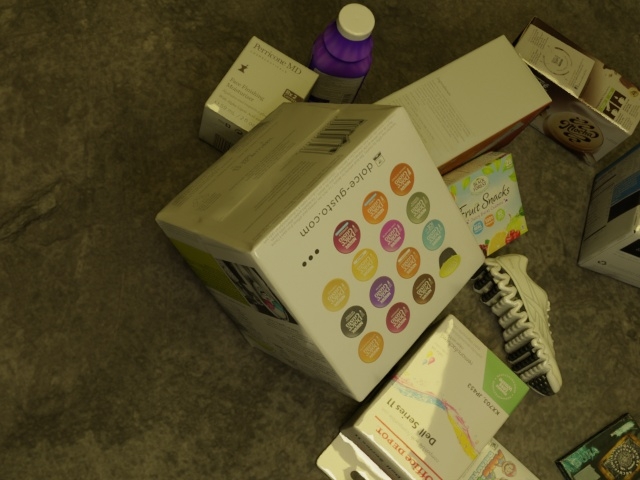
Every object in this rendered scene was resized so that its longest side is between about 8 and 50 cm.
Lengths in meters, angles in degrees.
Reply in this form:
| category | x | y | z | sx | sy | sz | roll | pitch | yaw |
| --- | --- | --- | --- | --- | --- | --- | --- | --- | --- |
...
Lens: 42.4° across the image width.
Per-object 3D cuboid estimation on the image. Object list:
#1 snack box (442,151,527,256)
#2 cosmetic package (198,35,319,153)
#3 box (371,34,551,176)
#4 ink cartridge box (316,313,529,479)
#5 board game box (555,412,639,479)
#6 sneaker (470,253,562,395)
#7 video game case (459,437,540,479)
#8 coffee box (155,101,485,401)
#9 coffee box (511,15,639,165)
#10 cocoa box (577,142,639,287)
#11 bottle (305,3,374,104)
| category | x | y | z | sx | sy | sz | roll | pitch | yaw |
| --- | --- | --- | --- | --- | --- | --- | --- | --- | --- |
| snack box | 0.298 | -0.057 | 1.610 | 0.207 | 0.070 | 0.174 | -28 | 113 | -29 |
| cosmetic package | -0.122 | -0.258 | 1.598 | 0.151 | 0.151 | 0.183 | 31 | 69 | -2 |
| box | 0.241 | -0.223 | 1.632 | 0.345 | 0.215 | 0.168 | -30 | 81 | -19 |
| ink cartridge box | 0.183 | 0.333 | 1.488 | 0.207 | 0.119 | 0.353 | 43 | 70 | 3 |
| board game box | 0.558 | 0.432 | 1.586 | 0.186 | 0.026 | 0.126 | -27 | 79 | -18 |
| sneaker | 0.407 | 0.157 | 1.608 | 0.118 | 0.110 | 0.292 | -16 | 77 | -26 |
| video game case | 0.320 | 0.467 | 1.528 | 0.143 | 0.019 | 0.157 | 43 | 69 | 3 |
| coffee box | 0.000 | 0.000 | 1.381 | 0.337 | 0.338 | 0.334 | -45 | 121 | -20 |
| coffee box | 0.514 | -0.312 | 1.744 | 0.297 | 0.168 | 0.118 | 35 | 69 | 0 |
| cocoa box | 0.744 | -0.024 | 1.664 | 0.347 | 0.231 | 0.227 | 20 | 69 | -5 |
| bottle | 0.038 | -0.350 | 1.592 | 0.118 | 0.283 | 0.092 | 7 | 71 | -8 |
